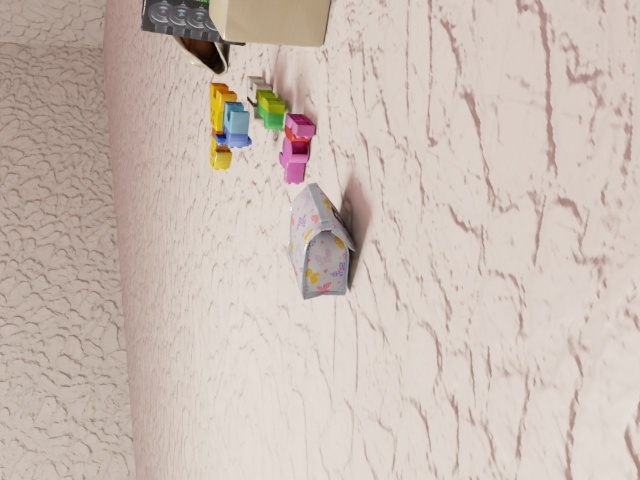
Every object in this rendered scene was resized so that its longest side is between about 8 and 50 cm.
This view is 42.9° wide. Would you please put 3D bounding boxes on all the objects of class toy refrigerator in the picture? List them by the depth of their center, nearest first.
[{"bbox_3d":[-0.036,-0.326,0.753,0.094,0.102,0.270,-119,33,-54],"label":"toy refrigerator"}]

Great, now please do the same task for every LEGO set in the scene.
[{"bbox_3d":[-0.085,-0.118,0.923,0.227,0.086,0.093,-126,40,-61],"label":"LEGO set"}]

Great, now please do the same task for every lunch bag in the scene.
[{"bbox_3d":[0.000,0.000,0.736,0.071,0.053,0.083,-112,19,-51],"label":"lunch bag"}]

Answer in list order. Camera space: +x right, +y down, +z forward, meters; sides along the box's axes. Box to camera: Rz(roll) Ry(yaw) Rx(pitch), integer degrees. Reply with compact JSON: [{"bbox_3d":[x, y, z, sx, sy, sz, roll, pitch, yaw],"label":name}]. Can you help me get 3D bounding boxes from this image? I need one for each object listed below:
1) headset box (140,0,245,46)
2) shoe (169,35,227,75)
[{"bbox_3d":[-0.128,-0.402,0.937,0.283,0.131,0.247,115,155,-50],"label":"headset box"},{"bbox_3d":[-0.184,-0.313,1.135,0.058,0.076,0.219,64,-177,35],"label":"shoe"}]
